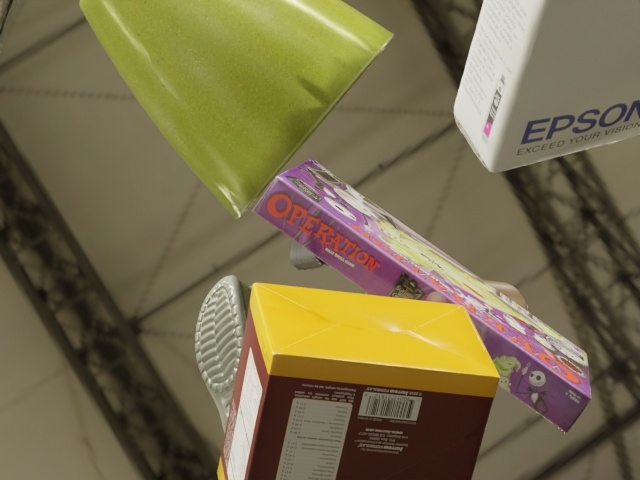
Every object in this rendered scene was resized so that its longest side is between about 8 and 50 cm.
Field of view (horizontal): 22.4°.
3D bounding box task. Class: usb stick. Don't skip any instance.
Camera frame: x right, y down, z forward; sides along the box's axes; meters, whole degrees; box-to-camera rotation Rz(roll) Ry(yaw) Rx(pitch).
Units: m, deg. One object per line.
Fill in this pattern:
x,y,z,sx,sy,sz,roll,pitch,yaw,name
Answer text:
0.000,0.000,2.080,0.045,0.278,0.077,26,-95,-6,usb stick

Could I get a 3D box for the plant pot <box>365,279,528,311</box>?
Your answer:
0.160,0.112,2.004,0.165,0.167,0.167,3,-52,-30,plant pot

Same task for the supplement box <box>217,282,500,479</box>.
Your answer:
0.026,0.159,1.363,0.191,0.129,0.194,7,-67,-13,supplement box

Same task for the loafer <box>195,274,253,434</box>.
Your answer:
-0.072,0.160,1.824,0.087,0.251,0.094,4,-27,-40,loafer

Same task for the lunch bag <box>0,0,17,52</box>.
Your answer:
-0.422,-0.214,1.531,0.256,0.212,0.305,19,-92,-3,lunch bag

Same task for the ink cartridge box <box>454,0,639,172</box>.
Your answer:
0.263,-0.201,0.982,0.324,0.071,0.330,-14,-34,-20,ink cartridge box

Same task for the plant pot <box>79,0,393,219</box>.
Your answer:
-0.116,-0.222,1.825,0.275,0.293,0.275,-49,2,2,plant pot

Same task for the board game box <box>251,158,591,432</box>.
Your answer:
0.104,0.044,1.543,0.056,0.347,0.208,-55,-2,15,board game box
